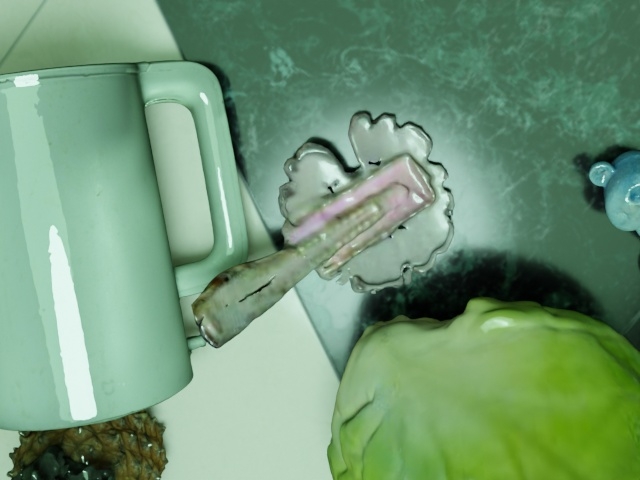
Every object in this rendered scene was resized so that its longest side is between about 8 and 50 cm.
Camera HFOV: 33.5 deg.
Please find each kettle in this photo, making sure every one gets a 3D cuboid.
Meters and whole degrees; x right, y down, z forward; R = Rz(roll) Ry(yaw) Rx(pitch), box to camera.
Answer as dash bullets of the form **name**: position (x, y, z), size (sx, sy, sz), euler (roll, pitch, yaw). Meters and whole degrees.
- **kettle**: position (-0.216, -0.004, 1.005), size (0.265, 0.205, 0.318), euler (-8, 96, 8)

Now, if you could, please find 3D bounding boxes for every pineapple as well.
- **pineapple**: position (-0.234, 0.254, 0.966), size (0.165, 0.364, 0.165), euler (0, 101, 0)

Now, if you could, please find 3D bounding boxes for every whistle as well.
- **whistle**: position (0.378, -0.013, 1.011), size (0.269, 0.093, 0.180), euler (24, 125, 0)

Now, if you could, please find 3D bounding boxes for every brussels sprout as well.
- **brussels sprout**: position (0.169, 0.212, 0.992), size (0.344, 0.268, 0.344), euler (-2, 77, 7)

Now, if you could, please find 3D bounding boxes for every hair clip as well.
- **hair clip**: position (-0.004, 0.002, 1.021), size (0.300, 0.069, 0.173), euler (-34, 97, -21)
